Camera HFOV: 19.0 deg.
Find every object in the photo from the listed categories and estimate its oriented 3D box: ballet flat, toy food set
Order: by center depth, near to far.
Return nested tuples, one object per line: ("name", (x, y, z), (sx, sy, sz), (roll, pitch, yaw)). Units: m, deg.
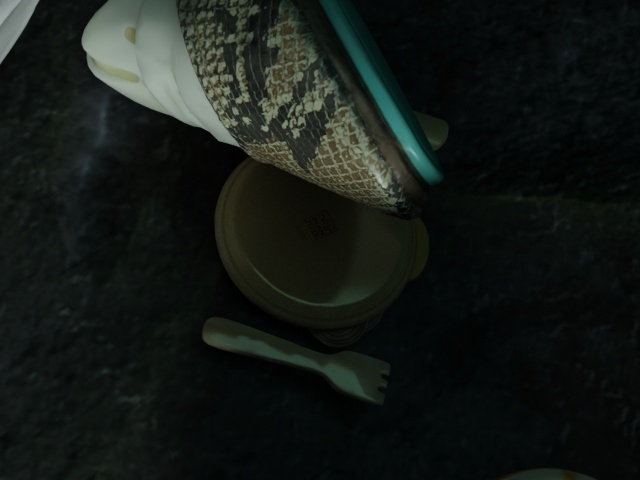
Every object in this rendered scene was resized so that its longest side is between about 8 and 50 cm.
("ballet flat", (-0.071, -0.189, 1.136), (0.182, 0.164, 0.483), (-22, 61, 11))
("toy food set", (0.000, 0.000, 1.145), (0.132, 0.038, 0.192), (19, 63, -6))

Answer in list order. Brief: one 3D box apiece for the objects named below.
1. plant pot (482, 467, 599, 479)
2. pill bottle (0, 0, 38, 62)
("plant pot", (0.084, 0.207, 0.977), (0.205, 0.188, 0.205), (10, 61, -19))
("pill bottle", (-0.267, -0.160, 1.054), (0.208, 0.117, 0.117), (35, 56, -4))
